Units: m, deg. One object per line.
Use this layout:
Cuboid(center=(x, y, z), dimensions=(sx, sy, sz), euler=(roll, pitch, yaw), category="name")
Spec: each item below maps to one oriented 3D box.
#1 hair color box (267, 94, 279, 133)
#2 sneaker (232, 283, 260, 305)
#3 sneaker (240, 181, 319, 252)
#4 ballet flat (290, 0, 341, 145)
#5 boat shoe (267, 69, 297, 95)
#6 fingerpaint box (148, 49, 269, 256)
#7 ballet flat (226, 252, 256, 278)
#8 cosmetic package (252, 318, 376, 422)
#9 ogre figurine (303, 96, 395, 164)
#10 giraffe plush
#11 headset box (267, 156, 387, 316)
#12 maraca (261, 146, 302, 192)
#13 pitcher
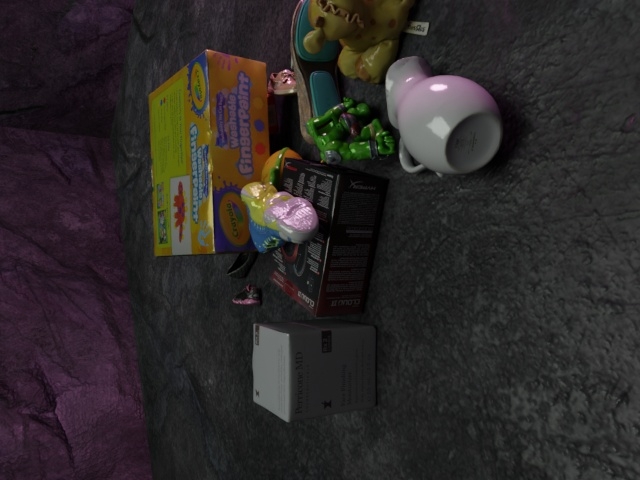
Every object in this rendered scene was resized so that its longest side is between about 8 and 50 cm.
Cuboid(center=(-0.171, -0.333, 1.304), dimensions=(0.167, 0.054, 0.093), euler=(32, 134, 56), category="hair color box")
Cuboid(center=(-0.201, 0.149, 1.374), dimensions=(0.119, 0.047, 0.057), euler=(-7, 76, 51), category="sneaker")
Cuboid(center=(-0.072, -0.022, 0.930), dimensions=(0.240, 0.091, 0.126), euler=(42, 142, 52), category="sneaker")
Cuboid(center=(-0.019, -0.344, 1.034), dimensions=(0.106, 0.108, 0.315), euler=(158, 111, -64), category="ballet flat")
Cuboid(center=(-0.082, -0.369, 1.171), dimensions=(0.170, 0.063, 0.059), euler=(30, 120, 56), category="boat shoe")
Cuboid(center=(-0.284, -0.185, 1.254), dimensions=(0.371, 0.163, 0.444), euler=(-5, 87, 52), category="fingerpaint box")
Cuboid(center=(-0.214, 0.047, 1.387), dimensions=(0.057, 0.049, 0.173), euler=(62, 138, 38), category="ballet flat")
Cuboid(center=(-0.014, 0.229, 0.924), dimensions=(0.151, 0.184, 0.151), euler=(-4, 86, 59), category="cosmetic package")
Cuboid(center=(0.043, -0.194, 0.893), dimensions=(0.096, 0.118, 0.197), euler=(84, 164, -61), category="ogre figurine")
Cuboid(center=(0.051, -0.371, 0.850), dimensions=(0.210, 0.171, 0.181), euler=(13, 100, 58), category="giraffe plush")
Cuboid(center=(0.000, 0.000, 0.979), dimensions=(0.218, 0.110, 0.292), euler=(28, 113, 56), category="headset box")
Cuboid(center=(-0.083, -0.132, 1.093), dimensions=(0.185, 0.099, 0.127), euler=(-68, -23, -59), category="maraca")
Cuboid(center=(0.166, -0.154, 0.724), dimensions=(0.207, 0.126, 0.177), euler=(-118, 20, -54), category="pitcher")
